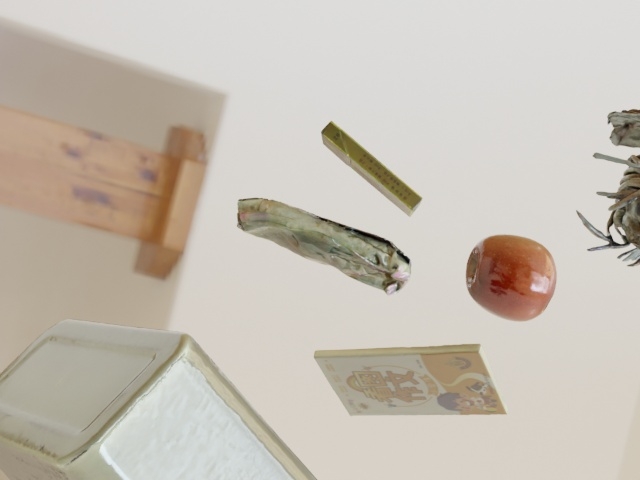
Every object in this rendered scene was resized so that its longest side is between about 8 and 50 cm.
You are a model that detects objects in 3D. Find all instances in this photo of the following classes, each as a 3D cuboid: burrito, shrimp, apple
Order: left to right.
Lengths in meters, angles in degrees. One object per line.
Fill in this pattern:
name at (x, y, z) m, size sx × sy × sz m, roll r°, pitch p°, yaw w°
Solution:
burrito at (0.001, 0.000, 1.892) m, size 0.309 × 0.066 × 0.096 m, roll 22°, pitch 149°, yaw 13°
apple at (0.386, 0.074, 2.422) m, size 0.168 × 0.181 × 0.181 m, roll 15°, pitch 178°, yaw -8°
shrimp at (0.518, -0.085, 1.939) m, size 0.166 × 0.410 × 0.221 m, roll 5°, pitch 131°, yaw 21°

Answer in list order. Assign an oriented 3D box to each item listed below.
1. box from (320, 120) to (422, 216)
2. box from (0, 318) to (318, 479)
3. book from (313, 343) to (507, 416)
box at (0.082, -0.115, 1.950) m, size 0.193 × 0.030 × 0.121 m, roll 40°, pitch 178°, yaw 4°
box at (-0.136, 0.253, 1.137) m, size 0.344 × 0.177 × 0.352 m, roll 52°, pitch 155°, yaw -21°
book at (0.158, 0.246, 2.080) m, size 0.295 × 0.020 × 0.208 m, roll -4°, pitch 141°, yaw 22°
